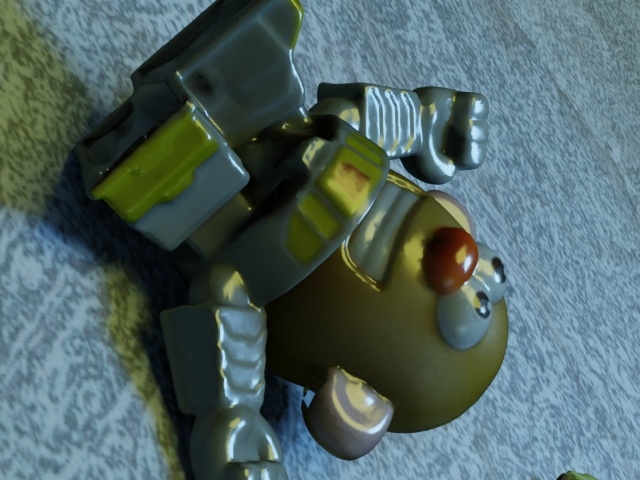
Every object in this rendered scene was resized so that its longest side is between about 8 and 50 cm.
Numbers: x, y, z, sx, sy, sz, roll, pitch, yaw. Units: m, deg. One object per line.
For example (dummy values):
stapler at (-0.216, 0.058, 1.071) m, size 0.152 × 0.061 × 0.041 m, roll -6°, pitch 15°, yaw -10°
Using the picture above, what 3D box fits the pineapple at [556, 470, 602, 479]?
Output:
pineapple at (0.284, 0.306, 1.389) m, size 0.344 × 0.286 × 0.209 m, roll 8°, pitch 94°, yaw -51°

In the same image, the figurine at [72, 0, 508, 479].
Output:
figurine at (0.000, -0.001, 1.113) m, size 0.285 × 0.342 × 0.167 m, roll 50°, pitch -20°, yaw -19°
